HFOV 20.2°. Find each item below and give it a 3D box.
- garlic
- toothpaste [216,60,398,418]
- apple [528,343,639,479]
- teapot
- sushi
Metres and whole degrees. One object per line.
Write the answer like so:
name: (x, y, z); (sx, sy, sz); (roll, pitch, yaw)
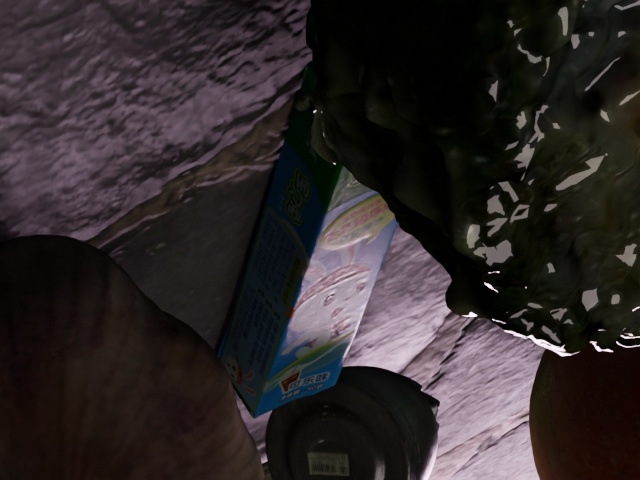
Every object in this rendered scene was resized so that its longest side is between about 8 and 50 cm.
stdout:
garlic: (-0.134, 0.136, 0.804); (0.245, 0.253, 0.245); (-4, 105, -16)
toothpaste: (0.000, 0.000, 1.004); (0.065, 0.050, 0.267); (-18, 148, -28)
apple: (0.332, 0.137, 1.382); (0.348, 0.277, 0.348); (-28, 153, -16)
teapot: (0.023, 0.147, 1.216); (0.108, 0.111, 0.149); (-21, 148, -58)
sushi: (0.142, -0.098, 0.811); (0.294, 0.178, 0.352); (-39, 143, -6)
